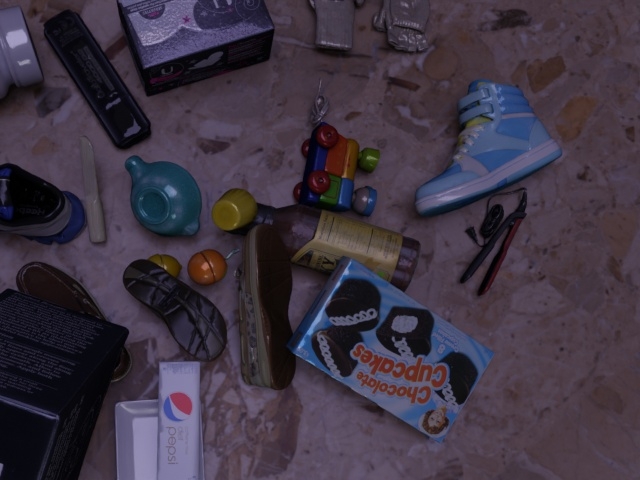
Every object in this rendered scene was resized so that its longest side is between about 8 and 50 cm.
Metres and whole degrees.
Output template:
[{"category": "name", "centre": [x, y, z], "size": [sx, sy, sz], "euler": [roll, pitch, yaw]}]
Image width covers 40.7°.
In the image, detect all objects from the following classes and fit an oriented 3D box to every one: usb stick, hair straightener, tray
[{"category": "usb stick", "centre": [-0.406, -0.293, 1.567], "size": [0.077, 0.045, 0.278], "euler": [-33, 85, -7]}, {"category": "hair straightener", "centre": [0.321, -0.013, 1.617], "size": [0.089, 0.047, 0.230], "euler": [32, 75, -1]}, {"category": "tray", "centre": [-0.267, 0.402, 1.447], "size": [0.145, 0.030, 0.270], "euler": [-2, 78, -10]}]

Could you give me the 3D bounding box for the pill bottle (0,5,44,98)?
[{"category": "pill bottle", "centre": [-0.634, -0.303, 1.474], "size": [0.283, 0.160, 0.160], "euler": [-18, 81, -12]}]

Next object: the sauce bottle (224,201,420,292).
[{"category": "sauce bottle", "centre": [0.000, 0.000, 1.535], "size": [0.345, 0.111, 0.111], "euler": [17, 76, -1]}]

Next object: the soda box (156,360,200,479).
[{"category": "soda box", "centre": [-0.233, 0.308, 1.418], "size": [0.069, 0.074, 0.216], "euler": [2, 77, -9]}]

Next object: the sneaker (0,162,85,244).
[{"category": "sneaker", "centre": [-0.558, -0.070, 1.425], "size": [0.316, 0.182, 0.127], "euler": [1, 76, -9]}]

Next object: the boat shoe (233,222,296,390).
[{"category": "boat shoe", "centre": [-0.107, 0.113, 1.469], "size": [0.089, 0.105, 0.285], "euler": [-1, 93, 33]}]

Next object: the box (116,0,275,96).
[{"category": "box", "centre": [-0.227, -0.392, 1.564], "size": [0.247, 0.142, 0.163], "euler": [-20, 82, -13]}]

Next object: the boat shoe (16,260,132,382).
[{"category": "boat shoe", "centre": [-0.412, 0.128, 1.449], "size": [0.257, 0.095, 0.095], "euler": [43, 75, 2]}]

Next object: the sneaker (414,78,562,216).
[{"category": "sneaker", "centre": [0.276, -0.182, 1.609], "size": [0.319, 0.127, 0.208], "euler": [-24, 85, -22]}]

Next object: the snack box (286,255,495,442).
[{"category": "snack box", "centre": [0.124, 0.189, 1.483], "size": [0.322, 0.060, 0.187], "euler": [33, 85, -17]}]

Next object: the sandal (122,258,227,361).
[{"category": "sandal", "centre": [-0.244, 0.118, 1.456], "size": [0.219, 0.060, 0.090], "euler": [36, 72, 10]}]

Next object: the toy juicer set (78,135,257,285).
[{"category": "toy juicer set", "centre": [-0.283, -0.037, 1.503], "size": [0.329, 0.089, 0.209], "euler": [22, 111, 10]}]

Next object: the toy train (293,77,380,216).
[{"category": "toy train", "centre": [0.046, -0.169, 1.587], "size": [0.143, 0.105, 0.248], "euler": [15, 75, -17]}]

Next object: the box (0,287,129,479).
[{"category": "box", "centre": [-0.451, 0.272, 1.218], "size": [0.212, 0.395, 0.293], "euler": [20, 99, -3]}]

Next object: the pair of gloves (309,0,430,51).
[{"category": "pair of gloves", "centre": [0.094, -0.461, 1.681], "size": [0.240, 0.042, 0.204], "euler": [-3, 75, -11]}]
